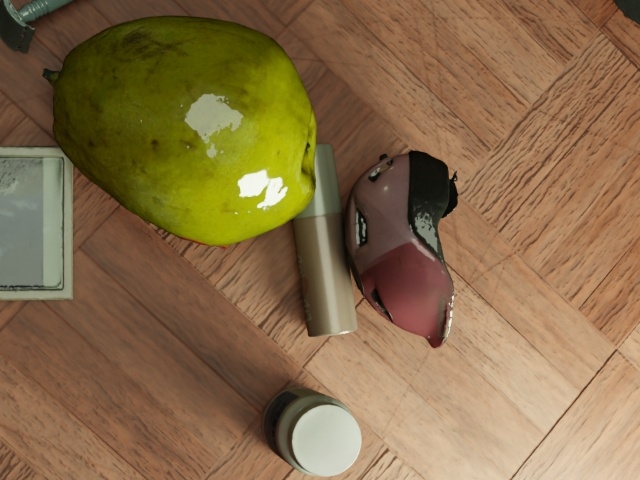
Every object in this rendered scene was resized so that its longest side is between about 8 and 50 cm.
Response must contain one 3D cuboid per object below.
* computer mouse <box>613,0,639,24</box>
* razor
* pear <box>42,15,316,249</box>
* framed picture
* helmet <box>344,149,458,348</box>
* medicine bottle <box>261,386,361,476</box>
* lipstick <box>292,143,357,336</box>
[{"bbox_3d":[0.477,-0.428,1.672,0.295,0.087,0.168,42,83,-5],"label":"computer mouse"},{"bbox_3d":[-0.312,-0.332,1.504,0.232,0.106,0.068,-33,95,-21],"label":"razor"},{"bbox_3d":[-0.176,-0.148,1.428,0.375,0.287,0.287,19,83,6],"label":"pear"},{"bbox_3d":[-0.460,-0.023,1.484,0.281,0.019,0.209,-2,88,-13],"label":"framed picture"},{"bbox_3d":[0.104,0.006,1.524,0.154,0.198,0.253,9,93,-1],"label":"helmet"},{"bbox_3d":[-0.012,0.247,1.485,0.102,0.186,0.103,0,88,-12],"label":"medicine bottle"},{"bbox_3d":[0.000,0.000,1.558,0.070,0.070,0.255,-7,89,-13],"label":"lipstick"}]
